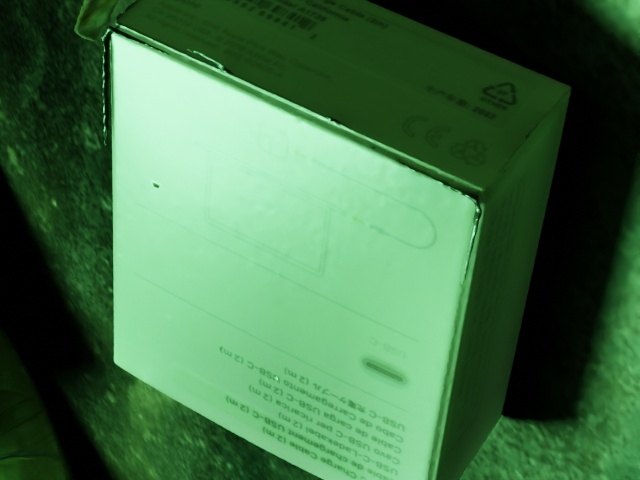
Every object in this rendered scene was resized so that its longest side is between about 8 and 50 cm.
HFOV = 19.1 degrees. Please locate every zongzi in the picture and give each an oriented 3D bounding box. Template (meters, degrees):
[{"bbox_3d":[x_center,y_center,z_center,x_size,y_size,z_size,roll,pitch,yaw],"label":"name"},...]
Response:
[{"bbox_3d":[-0.273,0.182,1.598,0.228,0.115,0.256,118,138,-71],"label":"zongzi"}]

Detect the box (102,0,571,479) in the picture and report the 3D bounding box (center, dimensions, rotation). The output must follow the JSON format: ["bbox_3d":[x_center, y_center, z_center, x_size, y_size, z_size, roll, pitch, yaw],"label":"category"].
[{"bbox_3d":[0.000,0.000,0.964,0.203,0.106,0.252,24,137,18],"label":"box"}]

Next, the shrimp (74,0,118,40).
[{"bbox_3d":[-0.048,-0.176,0.966,0.168,0.077,0.317,54,146,5],"label":"shrimp"}]
